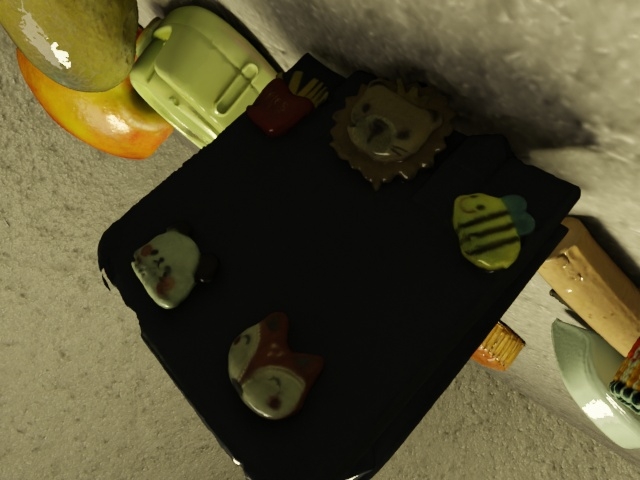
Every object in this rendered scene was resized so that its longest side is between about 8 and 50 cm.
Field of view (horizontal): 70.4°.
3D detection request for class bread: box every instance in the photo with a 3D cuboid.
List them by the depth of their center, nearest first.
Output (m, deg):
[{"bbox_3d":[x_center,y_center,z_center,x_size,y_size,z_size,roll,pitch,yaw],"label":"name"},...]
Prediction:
[{"bbox_3d":[0.390,0.240,1.119,0.199,0.104,0.199,35,173,5],"label":"bread"}]

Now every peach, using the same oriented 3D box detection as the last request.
[{"bbox_3d":[-0.470,-0.333,0.947,0.306,0.243,0.380,35,177,-42],"label":"peach"}]

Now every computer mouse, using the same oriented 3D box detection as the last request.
[{"bbox_3d":[0.364,0.167,0.572,0.128,0.079,0.231,46,-158,4],"label":"computer mouse"}]

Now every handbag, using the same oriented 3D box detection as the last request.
[{"bbox_3d":[0.000,0.000,0.397,0.303,0.329,0.122,39,175,29],"label":"handbag"}]

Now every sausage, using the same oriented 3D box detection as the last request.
[{"bbox_3d":[0.320,0.085,0.461,0.301,0.066,0.066,40,174,-15],"label":"sausage"}]

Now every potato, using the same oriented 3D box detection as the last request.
[{"bbox_3d":[-0.304,-0.298,0.526,0.251,0.159,0.175,69,175,-57],"label":"potato"}]

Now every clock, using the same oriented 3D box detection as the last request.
[{"bbox_3d":[-0.158,-0.204,0.699,0.348,0.117,0.286,30,171,49],"label":"clock"}]

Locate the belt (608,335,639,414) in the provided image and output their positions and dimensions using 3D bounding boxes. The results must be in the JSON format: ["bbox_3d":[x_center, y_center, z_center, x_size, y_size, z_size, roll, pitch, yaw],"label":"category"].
[{"bbox_3d":[0.320,0.115,0.250,0.207,0.150,0.257,30,-179,-41],"label":"belt"}]

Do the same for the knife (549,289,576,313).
[{"bbox_3d":[0.400,0.136,0.591,0.222,0.021,0.045,39,-179,10],"label":"knife"}]
